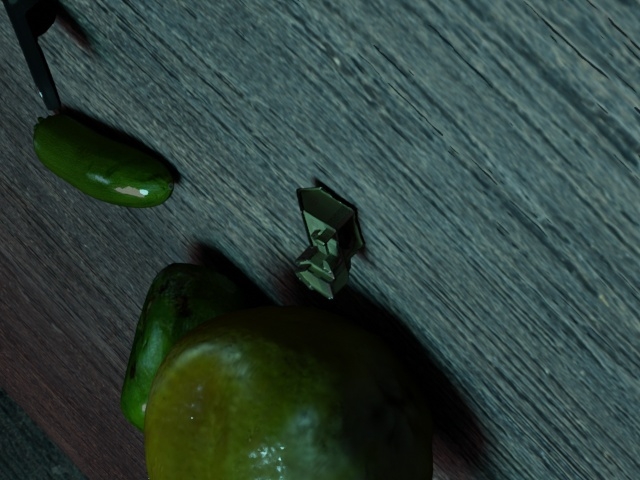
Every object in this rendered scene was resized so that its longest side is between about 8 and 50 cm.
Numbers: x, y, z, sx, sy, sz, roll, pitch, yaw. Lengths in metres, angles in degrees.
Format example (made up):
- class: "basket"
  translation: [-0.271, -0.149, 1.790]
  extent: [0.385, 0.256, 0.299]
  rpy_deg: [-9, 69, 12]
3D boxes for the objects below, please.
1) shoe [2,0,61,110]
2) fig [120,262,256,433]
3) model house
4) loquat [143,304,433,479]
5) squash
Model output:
- class: "shoe"
  translation: [-0.273, -0.213, 1.565]
  extent: [0.071, 0.049, 0.179]
  rpy_deg: [85, 162, -76]
- class: "fig"
  translation: [-0.092, 0.145, 1.748]
  extent: [0.235, 0.203, 0.203]
  rpy_deg: [19, 164, -11]
- class: "model house"
  translation: [0.000, 0.000, 1.396]
  extent: [0.058, 0.057, 0.083]
  rpy_deg: [31, 157, 27]
- class: "loquat"
  translation: [-0.025, 0.189, 1.537]
  extent: [0.283, 0.276, 0.276]
  rpy_deg: [-16, 118, 41]
- class: "squash"
  translation: [-0.244, -0.085, 1.725]
  extent: [0.258, 0.069, 0.069]
  rpy_deg: [25, 151, 46]
